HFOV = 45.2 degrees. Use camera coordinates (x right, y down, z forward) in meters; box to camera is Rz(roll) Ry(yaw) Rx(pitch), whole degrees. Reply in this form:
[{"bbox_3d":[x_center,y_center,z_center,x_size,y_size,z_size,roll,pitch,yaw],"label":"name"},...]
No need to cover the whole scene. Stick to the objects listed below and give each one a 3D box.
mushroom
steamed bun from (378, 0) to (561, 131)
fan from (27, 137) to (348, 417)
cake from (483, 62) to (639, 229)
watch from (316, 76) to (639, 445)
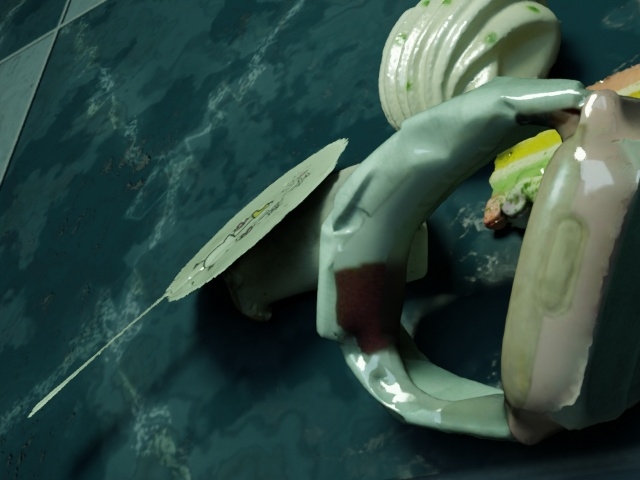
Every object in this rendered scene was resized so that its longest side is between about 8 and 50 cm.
[{"bbox_3d":[0.000,0.000,0.709,0.225,0.093,0.116,-15,71,24],"label":"mushroom"},{"bbox_3d":[0.127,-0.174,0.715,0.182,0.106,0.183,-27,37,23],"label":"steamed bun"},{"bbox_3d":[-0.129,0.037,0.763,0.414,0.012,0.233,-41,11,3],"label":"fan"},{"bbox_3d":[0.236,-0.066,0.609,0.225,0.090,0.110,-20,46,51],"label":"cake"},{"bbox_3d":[0.113,0.013,0.535,0.241,0.161,0.254,22,107,43],"label":"watch"}]
